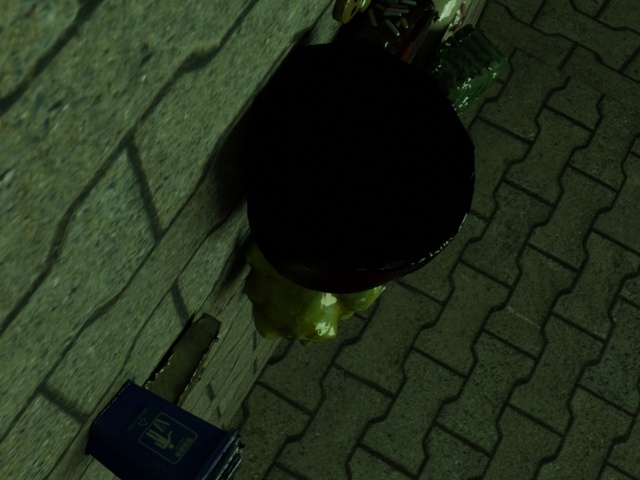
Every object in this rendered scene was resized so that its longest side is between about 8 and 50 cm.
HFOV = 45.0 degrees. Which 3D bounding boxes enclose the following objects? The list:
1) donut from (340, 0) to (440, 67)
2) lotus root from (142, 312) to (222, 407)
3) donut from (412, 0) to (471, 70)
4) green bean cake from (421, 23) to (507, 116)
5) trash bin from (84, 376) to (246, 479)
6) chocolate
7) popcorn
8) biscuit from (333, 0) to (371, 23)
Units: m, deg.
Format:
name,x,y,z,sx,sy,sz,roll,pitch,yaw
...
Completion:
name,x,y,z,sx,sy,sz,roll,pitch,yaw
donut,0.102,-0.336,1.457,0.345,0.136,0.259,-60,174,-18
lotus root,-0.284,0.280,1.506,0.260,0.075,0.170,-58,175,-29
donut,0.259,-0.536,1.763,0.382,0.142,0.382,-58,173,-11
green bean cake,0.260,-0.323,1.670,0.255,0.132,0.241,-41,176,-44
trash bin,-0.264,0.363,1.300,0.162,0.235,0.184,-52,170,-43
chocolate,0.030,-0.087,1.286,0.383,0.384,0.331,-57,-170,-23
popcorn,-0.046,0.059,1.617,0.290,0.321,0.326,-45,161,18
biscuit,0.092,-0.453,1.301,0.240,0.035,0.158,-58,171,-23
